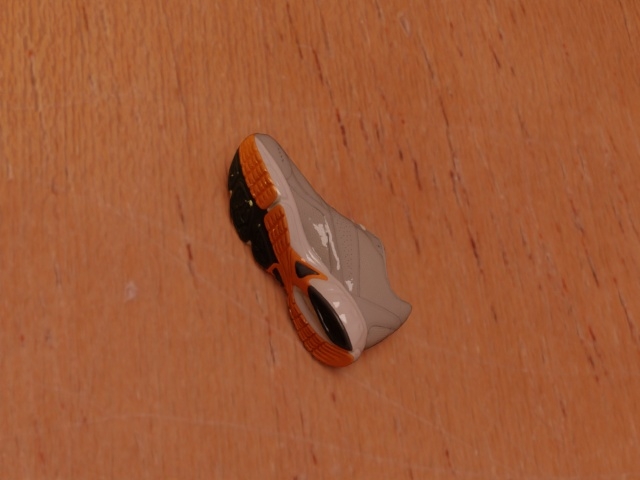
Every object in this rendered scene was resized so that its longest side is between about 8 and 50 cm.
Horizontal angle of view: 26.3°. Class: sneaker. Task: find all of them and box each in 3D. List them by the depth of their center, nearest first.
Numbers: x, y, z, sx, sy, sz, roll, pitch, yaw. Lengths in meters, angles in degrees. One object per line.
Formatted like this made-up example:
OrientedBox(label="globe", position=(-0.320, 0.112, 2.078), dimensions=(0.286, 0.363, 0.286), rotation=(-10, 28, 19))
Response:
OrientedBox(label="sneaker", position=(0.000, 0.000, 1.448), dimensions=(0.121, 0.099, 0.262), rotation=(-23, 83, -36))
